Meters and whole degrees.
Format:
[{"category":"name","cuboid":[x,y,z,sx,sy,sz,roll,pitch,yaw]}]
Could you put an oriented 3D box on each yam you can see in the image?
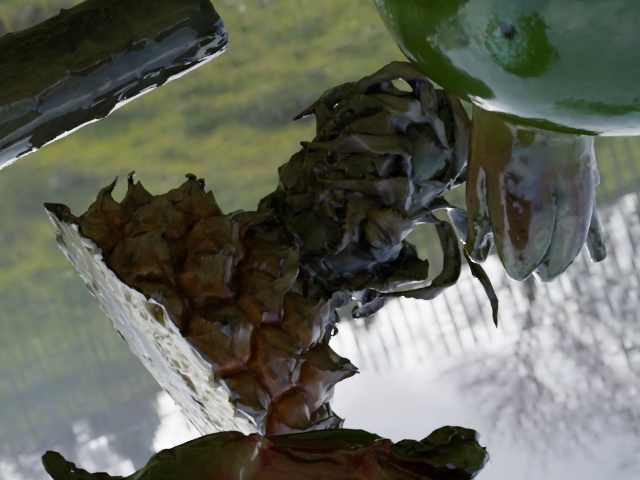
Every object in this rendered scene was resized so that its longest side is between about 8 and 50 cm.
[{"category":"yam","cuboid":[-0.223,-0.055,0.930,0.371,0.083,0.083,-31,-167,-19]}]

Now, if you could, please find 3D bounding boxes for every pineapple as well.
[{"category":"pineapple","cuboid":[0.000,0.000,1.101,0.271,0.262,0.262,-39,-165,-14]}]

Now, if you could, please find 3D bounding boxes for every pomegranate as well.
[{"category":"pomegranate","cuboid":[0.126,-0.121,0.880,0.236,0.302,0.236,11,-152,-6]}]

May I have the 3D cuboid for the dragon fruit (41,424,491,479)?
[{"category":"dragon fruit","cuboid":[-0.026,0.208,0.767,0.302,0.231,0.237,-32,147,26]}]
